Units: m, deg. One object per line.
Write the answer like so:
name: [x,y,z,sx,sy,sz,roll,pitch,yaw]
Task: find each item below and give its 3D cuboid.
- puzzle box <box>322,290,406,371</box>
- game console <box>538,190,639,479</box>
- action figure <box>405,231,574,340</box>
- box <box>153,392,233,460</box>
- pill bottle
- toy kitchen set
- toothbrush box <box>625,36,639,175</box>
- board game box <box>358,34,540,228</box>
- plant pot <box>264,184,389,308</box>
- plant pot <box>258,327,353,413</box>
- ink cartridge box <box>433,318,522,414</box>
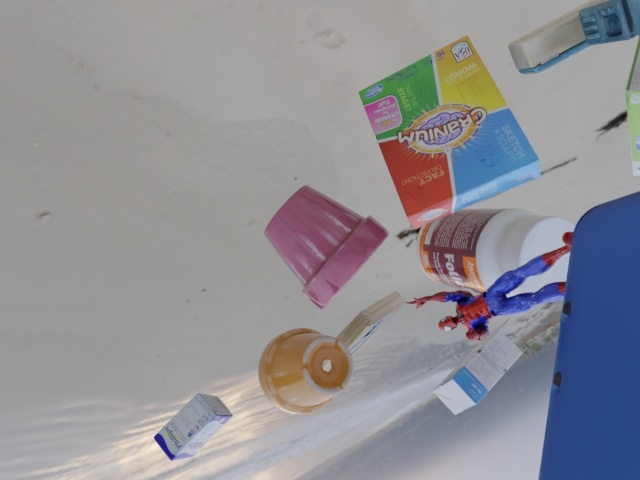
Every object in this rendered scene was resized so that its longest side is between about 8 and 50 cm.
puzzle box: [0.070,0.328,1.409,0.409,0.052,0.272,-51,163,25]
game console: [0.315,0.095,0.316,0.173,0.250,0.293,63,42,-65]
action figure: [0.241,0.088,0.677,0.139,0.091,0.280,-8,157,-30]
box: [-0.292,0.432,1.090,0.137,0.072,0.126,-44,159,-9]
pill bottle: [0.435,0.030,1.187,0.224,0.224,0.392,-24,-169,-17]
toy kitchen set: [0.322,-0.174,0.506,0.122,0.166,0.207,-26,-166,11]
toothbrush box: [0.738,-0.297,0.987,0.283,0.122,0.206,41,66,-44]
board game box: [0.233,-0.210,0.898,0.242,0.316,0.064,-24,152,15]
plant pot: [0.000,0.000,0.892,0.201,0.180,0.201,-49,177,-3]
plant pot: [-0.021,0.301,1.100,0.205,0.205,0.188,-18,171,-29]
ink cartridge box: [0.306,0.237,0.882,0.180,0.060,0.104,-36,161,-24]
